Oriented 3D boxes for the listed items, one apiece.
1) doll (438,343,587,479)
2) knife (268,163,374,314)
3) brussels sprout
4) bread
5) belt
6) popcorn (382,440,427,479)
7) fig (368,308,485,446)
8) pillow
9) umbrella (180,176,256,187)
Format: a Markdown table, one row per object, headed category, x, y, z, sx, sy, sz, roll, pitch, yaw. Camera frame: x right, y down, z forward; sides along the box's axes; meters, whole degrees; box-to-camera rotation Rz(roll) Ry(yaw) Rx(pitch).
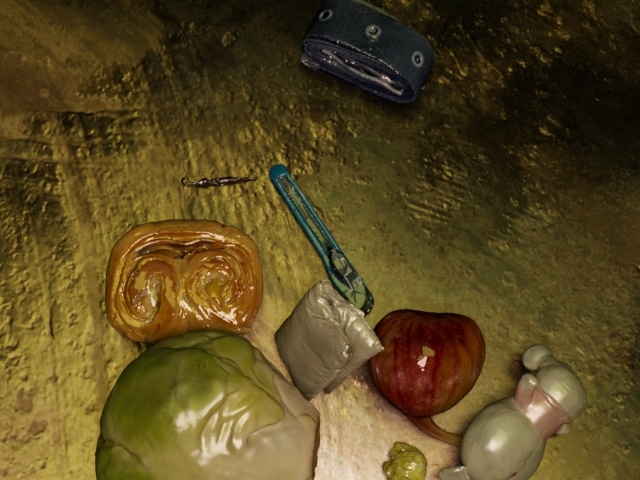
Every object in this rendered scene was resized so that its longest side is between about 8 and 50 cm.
| category | x | y | z | sx | sy | sz | roll | pitch | yaw |
| --- | --- | --- | --- | --- | --- | --- | --- | --- | --- |
| doll | 0.294 | 0.275 | 1.385 | 0.275 | 0.113 | 0.155 | -47 | 126 | -16 |
| knife | 0.000 | 0.000 | 1.508 | 0.044 | 0.026 | 0.296 | -34 | 78 | -1 |
| brussels sprout | -0.158 | 0.261 | 1.300 | 0.317 | 0.242 | 0.273 | -18 | 82 | -8 |
| bread | -0.204 | 0.064 | 1.424 | 0.236 | 0.120 | 0.198 | 1 | 74 | -5 |
| belt | 0.086 | -0.327 | 1.566 | 0.218 | 0.122 | 0.128 | 27 | 70 | 6 |
| popcorn | 0.130 | 0.334 | 1.398 | 0.059 | 0.068 | 0.083 | 28 | 32 | -19 |
| fig | 0.151 | 0.206 | 1.397 | 0.175 | 0.175 | 0.207 | 8 | 100 | -2 |
| pillow | 0.001 | 0.152 | 1.391 | 0.078 | 0.181 | 0.134 | -21 | 70 | -38 |
| umbrella | -0.166 | -0.096 | 1.532 | 0.122 | 0.013 | 0.022 | -1 | 51 | -3 |
